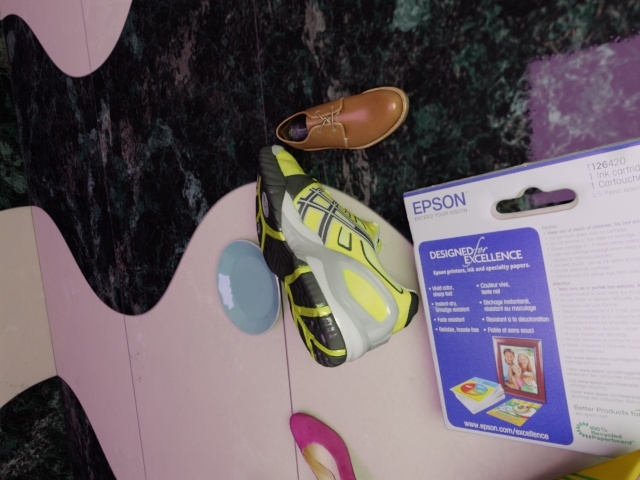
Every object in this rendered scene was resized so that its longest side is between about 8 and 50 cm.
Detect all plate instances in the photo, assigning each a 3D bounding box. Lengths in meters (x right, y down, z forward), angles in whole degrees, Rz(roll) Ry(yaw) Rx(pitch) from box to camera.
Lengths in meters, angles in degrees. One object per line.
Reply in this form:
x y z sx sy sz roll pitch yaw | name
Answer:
-0.136 0.089 0.848 0.188 0.024 0.189 9 104 39 | plate

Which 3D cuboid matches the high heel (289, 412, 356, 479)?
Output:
0.005 0.396 0.719 0.244 0.117 0.082 46 125 25 | high heel

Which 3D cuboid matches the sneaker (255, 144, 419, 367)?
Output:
0.000 0.000 0.649 0.145 0.147 0.385 102 149 -49 | sneaker

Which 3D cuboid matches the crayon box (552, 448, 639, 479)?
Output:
0.319 0.408 0.388 0.363 0.106 0.313 50 147 24 | crayon box

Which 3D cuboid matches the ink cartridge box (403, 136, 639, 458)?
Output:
0.257 0.069 0.474 0.303 0.072 0.308 -9 90 43 | ink cartridge box

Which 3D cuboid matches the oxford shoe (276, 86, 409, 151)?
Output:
0.024 -0.166 0.627 0.212 0.076 0.076 -7 91 40 | oxford shoe
